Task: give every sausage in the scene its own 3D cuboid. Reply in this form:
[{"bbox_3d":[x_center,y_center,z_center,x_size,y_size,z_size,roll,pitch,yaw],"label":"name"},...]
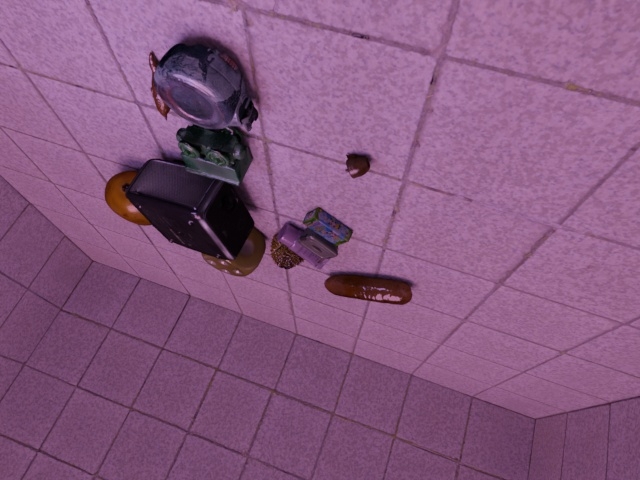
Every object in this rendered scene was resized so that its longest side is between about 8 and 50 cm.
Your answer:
[{"bbox_3d":[0.221,0.239,2.224,0.501,0.123,0.136,3,178,34],"label":"sausage"}]

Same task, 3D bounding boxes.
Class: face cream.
[{"bbox_3d":[-0.067,0.026,2.056,0.274,0.096,0.154,30,115,-21],"label":"face cream"}]

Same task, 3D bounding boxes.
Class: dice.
[{"bbox_3d":[-0.438,0.037,2.228,0.233,0.226,0.238,-6,144,48],"label":"dice"}]

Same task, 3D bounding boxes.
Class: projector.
[{"bbox_3d":[-0.549,-0.125,1.888,0.406,0.241,0.395,15,156,21],"label":"projector"}]

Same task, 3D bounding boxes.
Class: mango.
[{"bbox_3d":[-0.881,-0.194,2.130,0.300,0.232,0.446,30,165,-21],"label":"mango"}]

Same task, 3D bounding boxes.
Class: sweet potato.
[{"bbox_3d":[-0.520,-0.504,1.437,0.068,0.068,0.226,16,136,13],"label":"sweet potato"}]

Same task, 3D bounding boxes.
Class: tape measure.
[{"bbox_3d":[-0.345,-0.447,1.307,0.257,0.147,0.275,10,156,29],"label":"tape measure"}]

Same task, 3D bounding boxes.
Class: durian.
[{"bbox_3d":[-0.168,0.075,2.188,0.194,0.137,0.237,9,152,25],"label":"durian"}]

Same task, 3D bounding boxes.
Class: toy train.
[{"bbox_3d":[-0.382,-0.320,1.581,0.266,0.145,0.201,17,157,11],"label":"toy train"}]

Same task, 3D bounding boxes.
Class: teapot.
[{"bbox_3d":[0.124,-0.245,1.450,0.080,0.084,0.110,-18,168,22],"label":"teapot"}]

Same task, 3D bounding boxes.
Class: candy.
[{"bbox_3d":[0.031,-0.056,1.865,0.195,0.062,0.097,34,153,-21],"label":"candy"}]

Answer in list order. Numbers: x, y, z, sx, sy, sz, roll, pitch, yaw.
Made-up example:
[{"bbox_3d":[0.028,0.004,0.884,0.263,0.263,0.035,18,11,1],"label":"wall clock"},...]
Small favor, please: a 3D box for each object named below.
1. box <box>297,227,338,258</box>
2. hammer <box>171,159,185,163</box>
[{"bbox_3d":[0.000,0.000,1.960,0.172,0.092,0.124,36,152,-26],"label":"box"},{"bbox_3d":[-0.531,-0.256,1.945,0.290,0.037,0.137,35,153,-24],"label":"hammer"}]
